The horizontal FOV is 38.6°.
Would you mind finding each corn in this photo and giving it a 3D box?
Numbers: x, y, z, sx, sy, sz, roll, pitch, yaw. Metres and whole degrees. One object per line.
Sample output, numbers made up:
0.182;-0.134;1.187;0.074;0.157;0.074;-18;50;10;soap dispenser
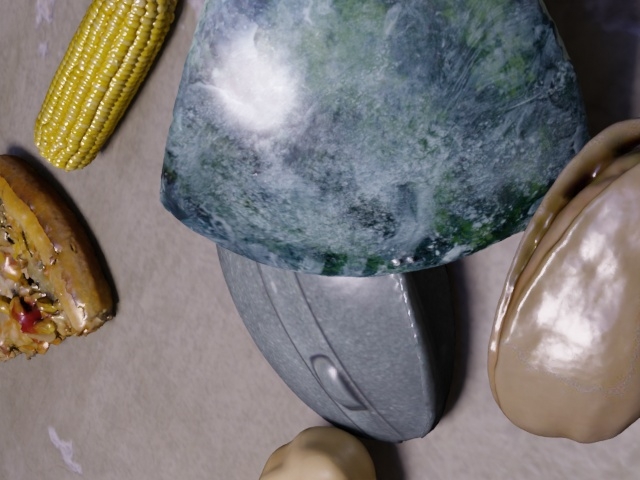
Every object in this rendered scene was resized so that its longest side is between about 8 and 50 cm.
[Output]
-0.218;-0.175;0.921;0.081;0.081;0.248;54;129;18;corn

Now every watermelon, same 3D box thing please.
0.018;-0.100;0.620;0.290;0.320;0.213;-34;32;16;watermelon

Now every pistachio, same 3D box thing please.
0.182;0.031;0.580;0.136;0.136;0.225;34;120;31;pistachio

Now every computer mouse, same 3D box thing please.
-0.003;0.001;0.749;0.203;0.114;0.373;-14;92;42;computer mouse

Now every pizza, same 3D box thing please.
-0.374;0.025;1.115;0.288;0.074;0.251;-25;80;40;pizza

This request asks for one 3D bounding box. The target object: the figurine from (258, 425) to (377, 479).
0.031;0.251;0.788;0.196;0.114;0.108;50;127;1;figurine
